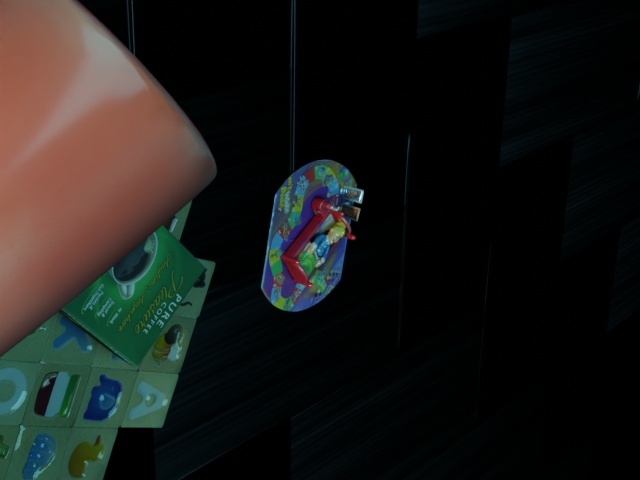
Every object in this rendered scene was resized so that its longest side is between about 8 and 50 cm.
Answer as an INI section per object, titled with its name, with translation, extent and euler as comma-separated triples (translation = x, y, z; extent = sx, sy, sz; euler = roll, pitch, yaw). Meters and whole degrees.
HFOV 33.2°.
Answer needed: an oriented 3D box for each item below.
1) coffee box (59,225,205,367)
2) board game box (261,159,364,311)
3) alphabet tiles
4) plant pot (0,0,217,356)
[coffee box]
translation = -0.183, 0.017, 0.895
extent = 0.113, 0.040, 0.184
euler = -58, 141, -15
[board game box]
translation = 0.000, 0.000, 1.139
extent = 0.133, 0.033, 0.169
euler = -7, 110, -50
[alphabet tiles]
translation = -0.230, 0.074, 0.906
extent = 0.342, 0.011, 0.285
euler = 15, 94, -53
[plant pot]
translation = -0.244, -0.042, 0.657
extent = 0.243, 0.275, 0.275
euler = -50, 139, -9
